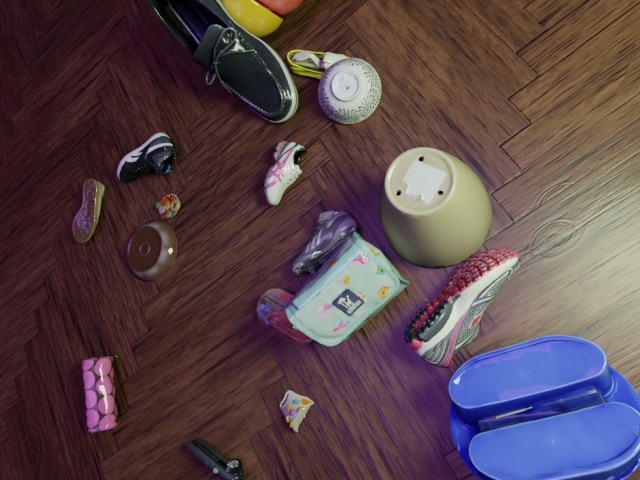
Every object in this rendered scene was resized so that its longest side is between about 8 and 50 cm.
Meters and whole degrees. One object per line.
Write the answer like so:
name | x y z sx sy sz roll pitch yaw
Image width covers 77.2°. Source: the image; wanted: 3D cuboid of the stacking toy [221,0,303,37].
stacking toy | -0.185 -0.713 1.149 0.350 0.350 0.480 44 114 23

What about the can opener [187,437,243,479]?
can opener | -0.273 0.568 1.029 0.186 0.059 0.073 23 89 23

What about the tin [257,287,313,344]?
tin | -0.078 0.193 1.038 0.189 0.040 0.106 26 94 24

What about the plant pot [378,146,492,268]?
plant pot | 0.226 -0.085 0.841 0.256 0.274 0.257 -4 78 20

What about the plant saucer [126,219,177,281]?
plant saucer | -0.538 0.029 1.252 0.198 0.036 0.199 -4 79 22

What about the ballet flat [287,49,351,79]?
ballet flat | 0.006 -0.488 1.113 0.231 0.077 0.077 18 85 23

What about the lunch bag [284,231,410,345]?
lunch bag | 0.057 0.108 0.877 0.223 0.262 0.160 -43 68 8

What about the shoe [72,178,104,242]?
shoe | -0.782 -0.098 1.368 0.076 0.058 0.219 11 88 3

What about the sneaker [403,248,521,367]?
sneaker | 0.314 0.138 0.863 0.112 0.121 0.299 42 96 -6

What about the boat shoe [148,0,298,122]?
boat shoe | -0.265 -0.515 1.088 0.500 0.156 0.187 48 129 -10

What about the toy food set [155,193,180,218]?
toy food set | -0.479 -0.107 1.262 0.082 0.020 0.083 -46 68 8

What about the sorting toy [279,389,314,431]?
sorting toy | -0.070 0.415 0.995 0.075 0.045 0.083 30 92 43

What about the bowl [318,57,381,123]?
bowl | 0.071 -0.393 1.036 0.170 0.080 0.170 1 99 9

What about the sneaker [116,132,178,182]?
sneaker | -0.553 -0.236 1.284 0.217 0.079 0.121 -40 67 9

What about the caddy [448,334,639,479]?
caddy | 0.407 0.326 0.746 0.341 0.179 0.241 -22 50 17

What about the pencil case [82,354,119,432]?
pencil case | -0.646 0.450 1.186 0.095 0.098 0.209 -4 73 -25

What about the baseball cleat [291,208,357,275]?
baseball cleat | 0.000 0.000 1.036 0.206 0.072 0.109 -36 55 7

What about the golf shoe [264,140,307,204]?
golf shoe | -0.097 -0.183 1.100 0.086 0.067 0.186 15 85 22
